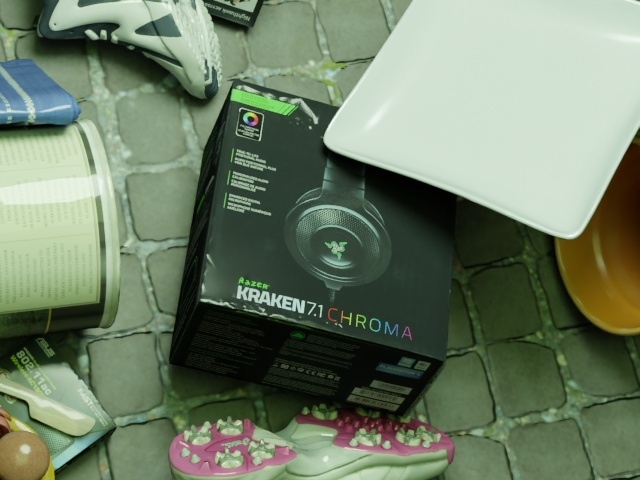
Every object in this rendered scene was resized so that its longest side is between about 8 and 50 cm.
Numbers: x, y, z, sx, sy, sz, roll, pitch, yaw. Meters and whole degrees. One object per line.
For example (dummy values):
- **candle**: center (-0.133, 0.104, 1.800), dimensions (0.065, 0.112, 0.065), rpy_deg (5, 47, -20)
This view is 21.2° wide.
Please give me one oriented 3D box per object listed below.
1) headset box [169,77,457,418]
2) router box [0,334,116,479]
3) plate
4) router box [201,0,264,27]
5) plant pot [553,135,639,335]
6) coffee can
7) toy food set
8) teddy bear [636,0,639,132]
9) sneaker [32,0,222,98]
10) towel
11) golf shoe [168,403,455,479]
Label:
- **headset box**: center (0.000, 0.000, 1.680), dimensions (0.246, 0.131, 0.283), rpy_deg (15, 55, -10)
- **router box**: center (-0.266, 0.159, 1.625), dimensions (0.092, 0.038, 0.122), rpy_deg (-36, 85, -24)
- **plate**: center (0.185, -0.142, 1.660), dimensions (0.278, 0.045, 0.277), rpy_deg (22, 65, 23)
- **router box**: center (-0.131, -0.308, 1.766), dimensions (0.179, 0.133, 0.046), rpy_deg (18, 41, -10)
- **plant pot**: center (0.382, -0.007, 1.794), dimensions (0.188, 0.205, 0.205), rpy_deg (-2, 72, -33)
- **coffee can**: center (-0.339, -0.002, 1.569), dimensions (0.275, 0.201, 0.202), rpy_deg (-6, 74, -18)
- **toy food set**: center (-0.303, 0.215, 1.535), dimensions (0.128, 0.071, 0.218), rpy_deg (32, 66, -3)
- **teddy bear**: center (0.295, -0.210, 1.815), dimensions (0.338, 0.113, 0.245), rpy_deg (30, 42, 34)
- **sneaker**: center (-0.212, -0.226, 1.750), dimensions (0.235, 0.153, 0.094), rpy_deg (54, 26, -32)
- **towel**: center (-0.405, -0.121, 1.586), dimensions (0.336, 0.243, 0.040), rpy_deg (-7, 106, -18)
- **golf shoe**: center (-0.011, 0.238, 1.650), dimensions (0.306, 0.115, 0.140), rpy_deg (-3, 109, -29)
